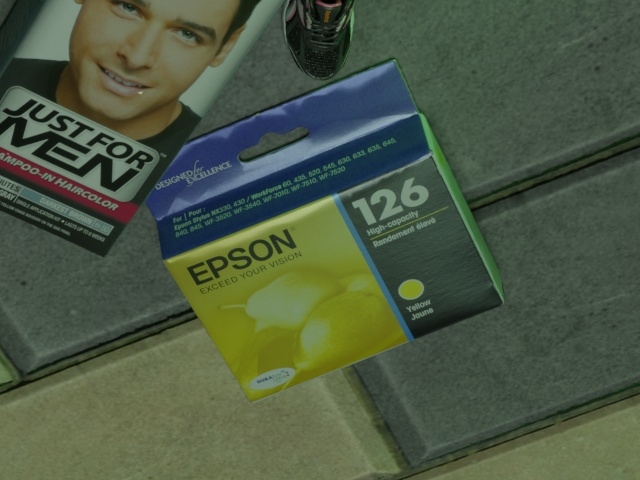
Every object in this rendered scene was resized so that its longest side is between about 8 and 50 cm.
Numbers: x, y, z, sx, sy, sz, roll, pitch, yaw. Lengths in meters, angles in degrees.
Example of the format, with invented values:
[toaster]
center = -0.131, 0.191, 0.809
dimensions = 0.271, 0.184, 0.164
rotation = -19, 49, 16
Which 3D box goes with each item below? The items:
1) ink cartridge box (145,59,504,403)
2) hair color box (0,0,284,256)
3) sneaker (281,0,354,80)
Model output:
[ink cartridge box]
center = 0.000, 0.000, 1.849
dimensions = 0.304, 0.072, 0.307
rotation = -22, 128, 11
[hair color box]
center = -0.191, -0.178, 1.664
dimensions = 0.185, 0.113, 0.374
rotation = 25, 120, -22
[sneaker]
center = 0.001, -0.222, 1.672
dimensions = 0.072, 0.077, 0.178
rotation = -2, 128, -3
